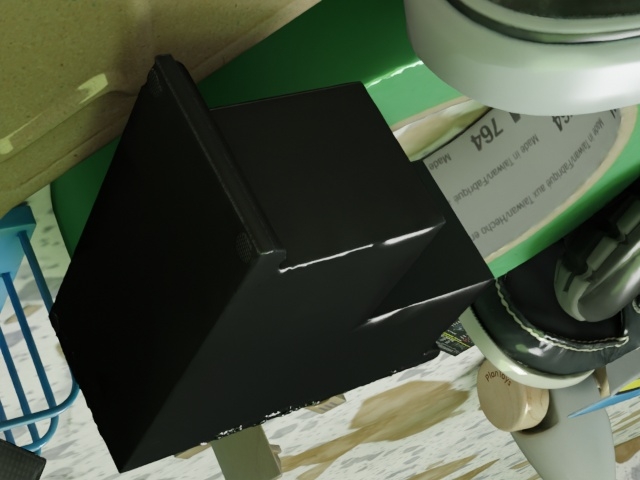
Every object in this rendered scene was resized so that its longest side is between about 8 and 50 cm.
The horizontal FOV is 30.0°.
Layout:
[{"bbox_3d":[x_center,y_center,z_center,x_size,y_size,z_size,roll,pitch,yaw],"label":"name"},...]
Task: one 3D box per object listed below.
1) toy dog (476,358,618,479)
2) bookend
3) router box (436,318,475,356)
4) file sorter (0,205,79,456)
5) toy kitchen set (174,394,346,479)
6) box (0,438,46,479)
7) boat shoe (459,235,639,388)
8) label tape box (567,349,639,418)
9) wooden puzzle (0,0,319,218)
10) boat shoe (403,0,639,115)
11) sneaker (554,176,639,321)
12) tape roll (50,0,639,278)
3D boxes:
[{"bbox_3d":[0.250,0.253,1.280,0.220,0.334,0.161,12,162,-21],"label":"toy dog"},{"bbox_3d":[0.000,0.000,0.434,0.156,0.072,0.157,-16,155,-33],"label":"bookend"},{"bbox_3d":[0.124,0.050,0.963,0.092,0.038,0.122,-30,159,13],"label":"router box"},{"bbox_3d":[-0.197,0.079,0.571,0.118,0.104,0.170,-11,155,-32],"label":"file sorter"},{"bbox_3d":[-0.031,0.104,0.658,0.083,0.068,0.075,-29,160,10],"label":"toy kitchen set"},{"bbox_3d":[-0.211,0.043,0.378,0.190,0.045,0.184,13,161,21],"label":"box"},{"bbox_3d":[0.223,0.021,0.883,0.340,0.127,0.113,-2,148,-50],"label":"boat shoe"},{"bbox_3d":[0.399,0.034,1.141,0.249,0.115,0.348,-10,157,-34],"label":"label tape box"},{"bbox_3d":[-0.078,-0.129,0.262,0.348,0.080,0.322,-36,158,14],"label":"wooden puzzle"},{"bbox_3d":[0.169,-0.165,0.419,0.335,0.121,0.119,-32,154,-18],"label":"boat shoe"},{"bbox_3d":[0.250,-0.040,0.687,0.267,0.106,0.101,-46,-169,9],"label":"sneaker"},{"bbox_3d":[0.031,-0.038,0.593,0.321,0.077,0.321,-22,160,-9],"label":"tape roll"}]
